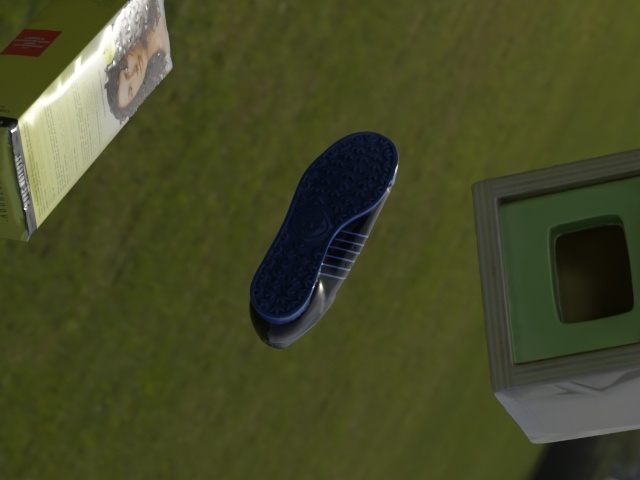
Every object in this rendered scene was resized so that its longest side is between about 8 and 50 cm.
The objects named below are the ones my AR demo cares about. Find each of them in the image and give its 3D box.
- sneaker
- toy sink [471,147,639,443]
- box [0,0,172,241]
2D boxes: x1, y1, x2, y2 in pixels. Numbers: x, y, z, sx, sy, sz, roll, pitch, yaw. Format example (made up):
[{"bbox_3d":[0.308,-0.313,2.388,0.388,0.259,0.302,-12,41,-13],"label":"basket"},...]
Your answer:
[{"bbox_3d":[0.000,0.000,1.806,0.232,0.081,0.090,-55,166,-24],"label":"sneaker"},{"bbox_3d":[0.229,0.027,1.220,0.131,0.234,0.152,50,33,-60],"label":"toy sink"},{"bbox_3d":[-0.171,-0.098,1.238,0.232,0.058,0.087,-59,150,-49],"label":"box"}]
